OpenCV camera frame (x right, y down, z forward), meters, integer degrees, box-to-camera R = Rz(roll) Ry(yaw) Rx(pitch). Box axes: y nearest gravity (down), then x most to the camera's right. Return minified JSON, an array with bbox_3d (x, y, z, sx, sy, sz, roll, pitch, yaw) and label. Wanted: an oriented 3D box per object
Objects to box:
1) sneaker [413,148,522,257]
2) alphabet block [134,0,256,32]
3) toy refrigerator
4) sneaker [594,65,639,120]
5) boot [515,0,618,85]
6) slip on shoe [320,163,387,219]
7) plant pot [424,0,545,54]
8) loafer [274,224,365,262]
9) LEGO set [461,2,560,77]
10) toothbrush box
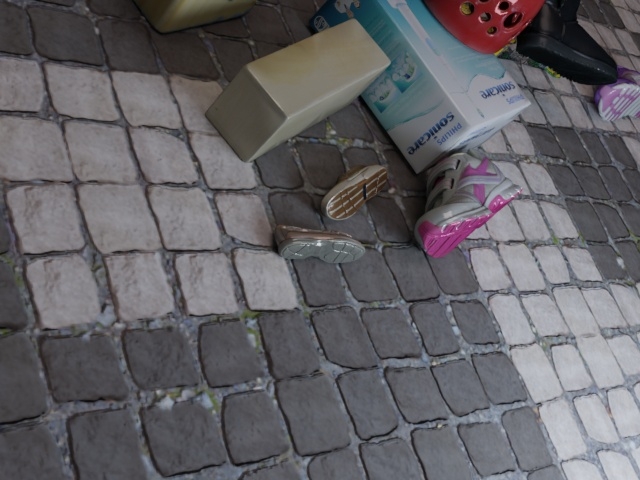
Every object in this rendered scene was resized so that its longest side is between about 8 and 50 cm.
[{"bbox_3d":[0.190,-0.060,1.275,0.111,0.103,0.252,50,34,7],"label":"sneaker"},{"bbox_3d":[-0.156,-0.416,1.158,0.193,0.197,0.192,53,40,4],"label":"alphabet block"},{"bbox_3d":[-0.026,-0.208,1.188,0.094,0.102,0.269,51,41,2],"label":"toy refrigerator"},{"bbox_3d":[0.619,-0.314,1.848,0.236,0.095,0.104,-10,60,-50],"label":"sneaker"},{"bbox_3d":[0.459,-0.406,1.595,0.247,0.094,0.207,15,84,-32],"label":"boot"},{"bbox_3d":[0.037,-0.069,1.185,0.041,0.051,0.135,21,40,30],"label":"slip on shoe"},{"bbox_3d":[0.267,-0.412,1.360,0.191,0.174,0.191,27,41,-26],"label":"plant pot"},{"bbox_3d":[0.000,0.000,1.097,0.125,0.045,0.039,4,51,-36],"label":"loafer"},{"bbox_3d":[0.414,-0.465,1.697,0.331,0.192,0.254,10,54,-36],"label":"LEGO set"},{"bbox_3d":[0.157,-0.274,1.377,0.295,0.126,0.216,54,39,7],"label":"toothbrush box"}]
